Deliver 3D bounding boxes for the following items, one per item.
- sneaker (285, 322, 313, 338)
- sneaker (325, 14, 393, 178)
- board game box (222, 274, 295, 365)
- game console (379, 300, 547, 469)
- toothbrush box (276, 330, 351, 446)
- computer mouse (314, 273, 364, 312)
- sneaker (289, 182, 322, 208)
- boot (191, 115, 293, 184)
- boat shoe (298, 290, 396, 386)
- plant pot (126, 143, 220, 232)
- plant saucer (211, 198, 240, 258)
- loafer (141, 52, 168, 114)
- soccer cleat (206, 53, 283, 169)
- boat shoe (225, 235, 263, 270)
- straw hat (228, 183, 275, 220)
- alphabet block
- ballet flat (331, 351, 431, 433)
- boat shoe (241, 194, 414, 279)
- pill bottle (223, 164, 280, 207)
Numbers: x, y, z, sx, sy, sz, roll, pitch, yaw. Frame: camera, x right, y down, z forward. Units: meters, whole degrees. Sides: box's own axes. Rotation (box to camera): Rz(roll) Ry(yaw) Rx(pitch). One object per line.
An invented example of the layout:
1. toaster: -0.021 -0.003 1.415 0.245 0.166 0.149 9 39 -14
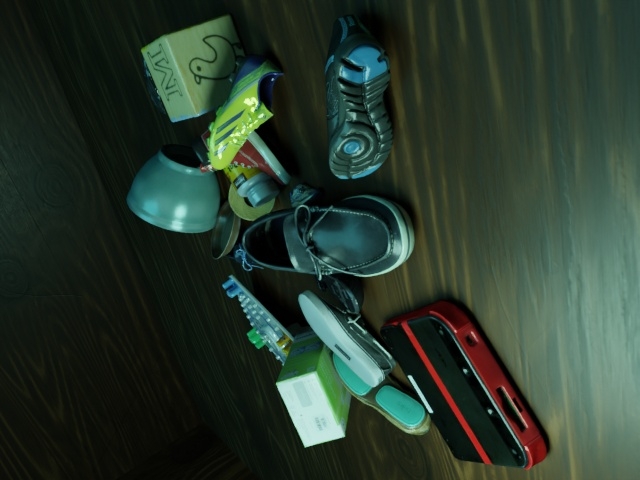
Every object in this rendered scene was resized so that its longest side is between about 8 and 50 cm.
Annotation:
1. sneaker: -0.067 0.310 1.978 0.158 0.061 0.065 2 124 59
2. sneaker: 0.070 -0.262 1.181 0.341 0.125 0.140 94 166 -50
3. board game box: -0.168 0.345 2.104 0.390 0.050 0.390 39 157 35
4. game console: 0.305 0.327 1.383 0.387 0.060 0.342 59 158 4
5. toothbrush box: -0.007 0.399 1.728 0.283 0.122 0.206 -66 -44 -72
6. computer mouse: 0.036 0.072 1.583 0.262 0.060 0.184 27 143 65
7. sneaker: -0.044 -0.116 1.547 0.135 0.052 0.058 -20 92 60
8. boot: -0.202 -0.197 1.561 0.244 0.176 0.088 45 -168 -7
9. boat shoe: 0.073 0.235 1.615 0.306 0.105 0.113 44 150 16
10. plant pot: -0.445 -0.183 1.953 0.293 0.293 0.196 40 120 35
11. plant saucer: -0.300 -0.033 1.980 0.198 0.036 0.199 -41 41 50
12. loafer: -0.524 -0.505 1.958 0.078 0.076 0.223 26 141 36
13. soccer cleat: -0.178 -0.288 1.440 0.121 0.093 0.289 27 107 7
14. boat shoe: -0.236 0.048 1.980 0.258 0.089 0.109 -1 115 60
15. straw hat: -0.186 -0.130 1.749 0.145 0.144 0.061 61 -169 -1
16. alphabet block: -0.303 -0.426 1.541 0.193 0.192 0.197 7 122 55
17. ballet flat: 0.163 0.406 1.652 0.342 0.116 0.124 31 160 38
18. boat shoe: 0.000 0.000 1.408 0.500 0.156 0.187 1 105 47
19. pill bottle: -0.199 -0.199 1.653 0.215 0.117 0.117 57 152 6
